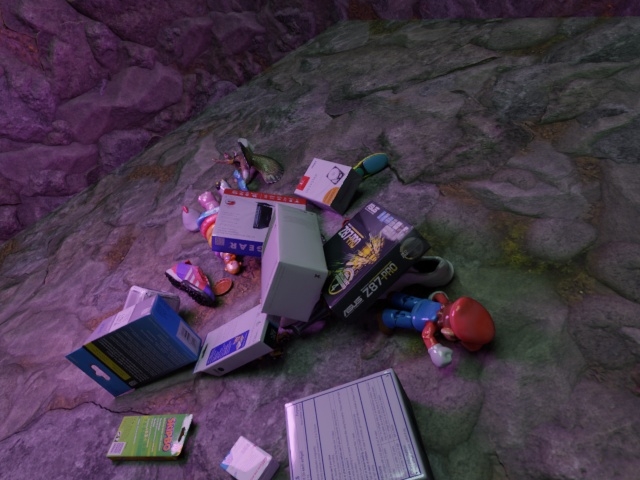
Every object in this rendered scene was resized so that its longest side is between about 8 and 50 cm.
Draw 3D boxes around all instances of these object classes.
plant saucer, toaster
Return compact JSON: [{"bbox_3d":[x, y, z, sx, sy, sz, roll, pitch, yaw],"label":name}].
[{"bbox_3d":[-0.374,0.177,1.785,0.084,0.013,0.083,-17,39,14],"label":"plant saucer"},{"bbox_3d":[-0.601,0.245,1.650,0.129,0.227,0.146,8,81,35],"label":"toaster"}]

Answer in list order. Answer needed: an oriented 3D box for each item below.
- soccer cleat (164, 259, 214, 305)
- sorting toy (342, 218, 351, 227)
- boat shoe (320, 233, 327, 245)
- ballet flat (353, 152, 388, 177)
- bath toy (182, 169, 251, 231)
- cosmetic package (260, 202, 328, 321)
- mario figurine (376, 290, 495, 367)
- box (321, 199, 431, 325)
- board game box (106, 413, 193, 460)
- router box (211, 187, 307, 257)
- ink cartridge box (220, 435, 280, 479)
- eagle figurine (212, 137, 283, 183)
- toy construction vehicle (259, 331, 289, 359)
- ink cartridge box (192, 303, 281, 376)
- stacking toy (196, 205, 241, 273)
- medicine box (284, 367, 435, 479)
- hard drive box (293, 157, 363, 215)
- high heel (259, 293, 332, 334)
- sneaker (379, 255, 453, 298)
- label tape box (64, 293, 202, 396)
[{"bbox_3d":[-0.484,0.153,1.808,0.116,0.108,0.318,-42,38,-25],"label":"soccer cleat"},{"bbox_3d":[0.120,-0.040,1.741,0.061,0.042,0.101,-35,48,14],"label":"sorting toy"},{"bbox_3d":[0.000,0.000,1.756,0.040,0.049,0.142,-12,37,-13],"label":"boat shoe"},{"bbox_3d":[0.177,-0.302,1.986,0.231,0.077,0.077,-34,22,-6],"label":"ballet flat"},{"bbox_3d":[-0.501,-0.184,2.189,0.348,0.129,0.151,-37,39,-12],"label":"bath toy"},{"bbox_3d":[-0.090,0.058,1.467,0.155,0.196,0.365,15,26,-13],"label":"cosmetic package"},{"bbox_3d":[0.318,0.234,1.269,0.321,0.170,0.197,4,82,47],"label":"mario figurine"},{"bbox_3d":[0.126,0.048,1.435,0.318,0.097,0.395,-42,19,3],"label":"box"},{"bbox_3d":[-0.493,0.575,1.372,0.260,0.039,0.124,-12,40,22],"label":"board game box"},{"bbox_3d":[-0.225,-0.064,1.805,0.336,0.082,0.301,7,40,-6],"label":"router box"},{"bbox_3d":[-0.178,0.568,1.184,0.123,0.052,0.088,12,52,41],"label":"ink cartridge box"},{"bbox_3d":[-0.342,-0.380,2.287,0.226,0.225,0.299,-37,26,-33],"label":"eagle figurine"},{"bbox_3d":[-0.146,0.326,1.463,0.098,0.035,0.085,-17,38,12],"label":"toy construction vehicle"},{"bbox_3d":[-0.259,0.314,1.463,0.333,0.065,0.165,-30,32,32],"label":"ink cartridge box"},{"bbox_3d":[-0.381,0.018,1.891,0.175,0.165,0.301,-21,51,-5],"label":"stacking toy"},{"bbox_3d":[0.082,0.476,1.062,0.290,0.149,0.263,-21,38,7],"label":"medicine box"},{"bbox_3d":[0.030,-0.222,1.911,0.232,0.089,0.181,23,81,46],"label":"hard drive box"},{"bbox_3d":[-0.074,0.204,1.539,0.186,0.093,0.261,-33,33,-28],"label":"high heel"},{"bbox_3d":[0.243,0.096,1.413,0.298,0.129,0.110,-17,64,15],"label":"sneaker"},{"bbox_3d":[-0.598,0.344,1.519,0.334,0.240,0.105,-25,31,11],"label":"label tape box"}]
